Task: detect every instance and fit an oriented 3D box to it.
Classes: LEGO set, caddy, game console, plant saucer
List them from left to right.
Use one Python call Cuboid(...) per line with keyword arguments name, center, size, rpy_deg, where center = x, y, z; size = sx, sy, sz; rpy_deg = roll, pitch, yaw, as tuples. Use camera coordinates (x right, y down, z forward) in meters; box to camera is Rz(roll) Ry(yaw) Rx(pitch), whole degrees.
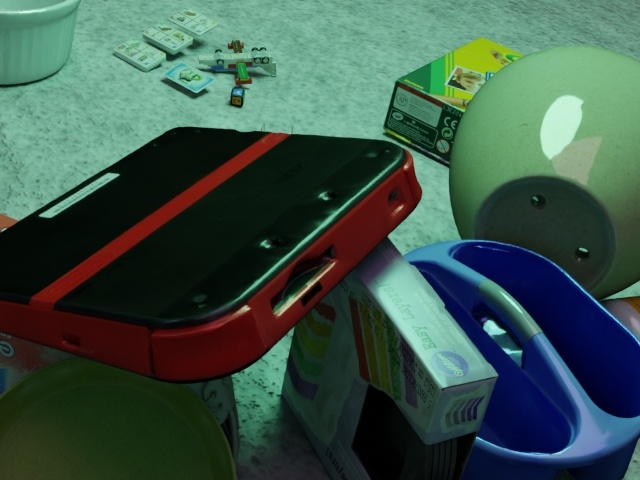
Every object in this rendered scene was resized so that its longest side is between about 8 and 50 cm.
Cuboid(name="plant saucer", center=(-0.192, 0.221, 0.903), size=(0.241, 0.037, 0.240), rpy_deg=(1, 78, -4))
Cuboid(name="game console", center=(-0.121, -0.009, 0.988), size=(0.342, 0.060, 0.386), rpy_deg=(7, 30, 32))
Cuboid(name="LEGO set", center=(-0.195, -0.295, 1.753), size=(0.244, 0.060, 0.182), rpy_deg=(30, 49, 23))
Cuboid(name="caddy", center=(0.193, 0.131, 1.104), size=(0.241, 0.179, 0.341), rpy_deg=(-18, 42, -21))

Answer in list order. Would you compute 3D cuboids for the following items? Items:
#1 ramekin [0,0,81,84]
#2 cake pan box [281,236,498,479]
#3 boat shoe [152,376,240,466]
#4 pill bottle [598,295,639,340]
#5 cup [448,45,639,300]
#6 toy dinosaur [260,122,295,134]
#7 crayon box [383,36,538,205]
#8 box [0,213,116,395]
Cuboid(name="ramekin", center=(-0.513, -0.356, 1.625), size=(0.277, 0.135, 0.277), rpy_deg=(9, 35, -7))
Cuboid(name="cake pan box", center=(0.057, 0.145, 1.020), size=(0.070, 0.245, 0.267), rpy_deg=(-10, 41, -25))
Cuboid(name="boat shoe", center=(-0.112, 0.148, 0.983), size=(0.083, 0.226, 0.075), rpy_deg=(-22, 49, -1))
Cuboid(name="pill bottle", center=(0.393, 0.126, 1.279), size=(0.209, 0.117, 0.117), rpy_deg=(-5, 39, -25))
Cuboid(name="cup", center=(0.298, -0.050, 1.290), size=(0.331, 0.331, 0.237), rpy_deg=(22, 31, 11))
Cuboid(name="toy dinosaur", center=(0.000, 0.000, 1.279), size=(0.121, 0.160, 0.313), rpy_deg=(-23, 48, -41))
Cuboid(name="crayon box", center=(0.340, -0.194, 1.724), size=(0.363, 0.106, 0.313), rpy_deg=(29, 37, 21))
Cuboid(name="box", center=(-0.311, 0.087, 1.054), size=(0.300, 0.154, 0.142), rpy_deg=(23, 36, 10))
